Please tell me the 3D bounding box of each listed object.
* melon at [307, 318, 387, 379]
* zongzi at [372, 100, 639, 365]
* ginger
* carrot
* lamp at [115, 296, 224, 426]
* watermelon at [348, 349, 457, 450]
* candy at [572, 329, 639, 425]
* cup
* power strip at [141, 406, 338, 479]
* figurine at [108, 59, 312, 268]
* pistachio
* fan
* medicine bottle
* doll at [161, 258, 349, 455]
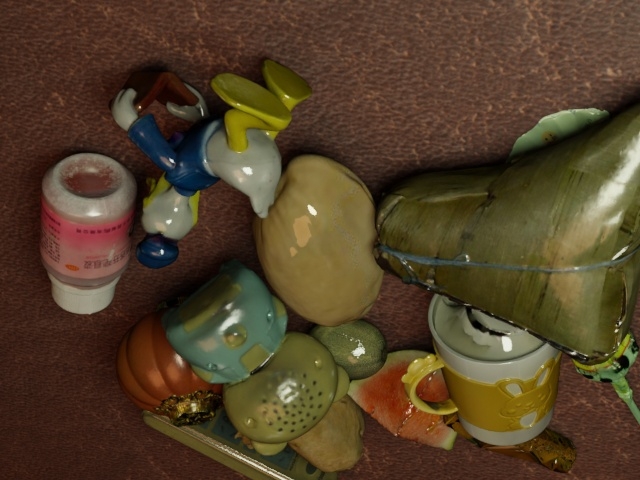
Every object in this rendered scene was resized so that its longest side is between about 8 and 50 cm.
[{"bbox_3d":[0.039,0.163,1.800,0.130,0.098,0.098,9,131,19],"label":"melon"},{"bbox_3d":[0.249,-0.072,1.466,0.356,0.174,0.393,20,124,18],"label":"zongzi"},{"bbox_3d":[-0.021,0.279,1.878,0.267,0.138,0.152,25,126,-23],"label":"ginger"},{"bbox_3d":[0.294,0.298,1.805,0.228,0.069,0.069,23,136,-18],"label":"carrot"},{"bbox_3d":[-0.212,0.191,1.862,0.223,0.196,0.223,-9,156,-4],"label":"lamp"},{"bbox_3d":[0.150,0.230,1.821,0.193,0.137,0.145,27,99,-1],"label":"watermelon"},{"bbox_3d":[0.451,0.223,1.709,0.091,0.083,0.305,-25,125,18],"label":"candy"},{"bbox_3d":[0.227,0.176,1.657,0.241,0.185,0.226,-22,134,-8],"label":"cup"},{"bbox_3d":[-0.121,0.355,2.036,0.387,0.092,0.066,27,136,-1],"label":"power strip"},{"bbox_3d":[-0.189,-0.106,1.569,0.283,0.204,0.338,38,117,21],"label":"figurine"},{"bbox_3d":[0.000,0.000,1.633,0.181,0.162,0.293,-6,130,8],"label":"pistachio"},{"bbox_3d":[0.304,-0.085,1.538,0.131,0.009,0.240,24,134,6],"label":"fan"},{"bbox_3d":[-0.355,-0.006,1.793,0.147,0.147,0.247,19,133,7],"label":"medicine bottle"},{"bbox_3d":[-0.089,0.174,1.707,0.261,0.177,0.161,52,173,-18],"label":"doll"}]
